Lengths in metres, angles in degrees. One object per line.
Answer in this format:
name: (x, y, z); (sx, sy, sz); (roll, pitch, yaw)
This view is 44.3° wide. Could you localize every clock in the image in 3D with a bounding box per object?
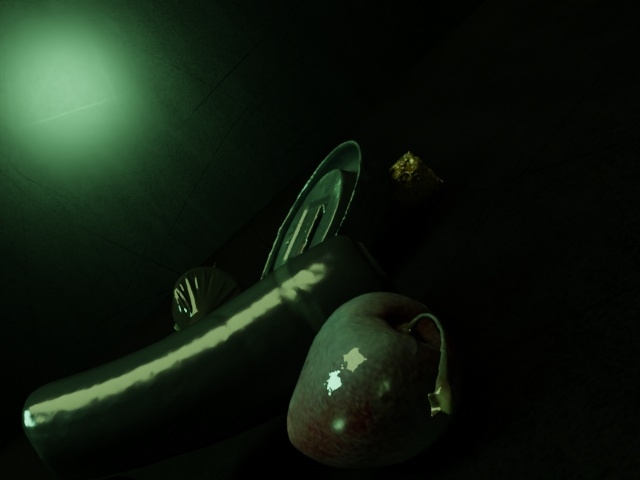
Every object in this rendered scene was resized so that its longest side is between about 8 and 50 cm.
clock: (0.000, 0.000, 1.063); (0.280, 0.055, 0.280); (-55, 18, 27)

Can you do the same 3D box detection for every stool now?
stool: (-0.201, 0.139, 1.377); (0.121, 0.125, 0.217); (108, 167, -45)

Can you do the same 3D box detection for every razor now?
razor: (-0.083, 0.118, 0.716); (0.349, 0.113, 0.204); (-27, -14, 4)

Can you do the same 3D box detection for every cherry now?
cherry: (0.033, 0.115, 0.536); (0.148, 0.115, 0.188); (-20, 22, 14)

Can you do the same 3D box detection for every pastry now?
pastry: (0.099, -0.058, 1.089); (0.140, 0.080, 0.056); (-42, 41, 23)

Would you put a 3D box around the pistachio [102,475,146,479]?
pistachio: (-0.203, 0.304, 0.669); (0.226, 0.136, 0.136); (-52, 12, -20)
